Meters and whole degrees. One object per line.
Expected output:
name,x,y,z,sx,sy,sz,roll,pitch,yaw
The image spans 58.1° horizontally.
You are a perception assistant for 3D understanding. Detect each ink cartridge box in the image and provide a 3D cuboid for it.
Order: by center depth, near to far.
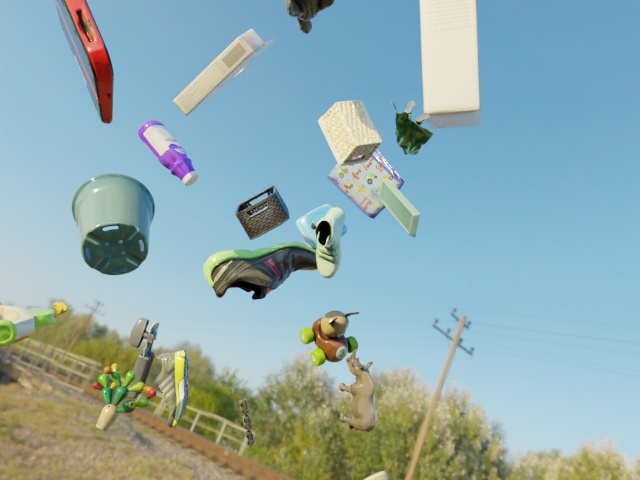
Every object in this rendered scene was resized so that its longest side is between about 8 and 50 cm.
ink cartridge box,-0.290,-0.526,1.768,0.296,0.261,0.066,-35,-74,25

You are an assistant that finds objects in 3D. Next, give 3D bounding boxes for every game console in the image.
game console,-0.691,-0.578,1.685,0.386,0.060,0.342,66,-21,7

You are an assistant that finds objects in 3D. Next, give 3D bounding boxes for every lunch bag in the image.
lunch bag,0.211,-0.253,2.483,0.293,0.221,0.138,51,29,18

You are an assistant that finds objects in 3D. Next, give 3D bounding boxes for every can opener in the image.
can opener,-0.634,0.406,2.010,0.095,0.283,0.076,21,7,1

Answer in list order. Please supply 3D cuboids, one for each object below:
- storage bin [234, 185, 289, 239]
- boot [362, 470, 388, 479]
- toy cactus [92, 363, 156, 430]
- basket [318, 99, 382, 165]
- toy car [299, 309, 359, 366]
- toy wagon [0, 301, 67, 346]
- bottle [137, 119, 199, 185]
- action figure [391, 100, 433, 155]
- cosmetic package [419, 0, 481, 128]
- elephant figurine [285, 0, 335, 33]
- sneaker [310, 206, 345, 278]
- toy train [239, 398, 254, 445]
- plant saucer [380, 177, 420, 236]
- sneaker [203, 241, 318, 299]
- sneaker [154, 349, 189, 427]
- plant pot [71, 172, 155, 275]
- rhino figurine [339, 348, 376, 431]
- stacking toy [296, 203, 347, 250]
storage bin,-0.158,-0.079,1.583,0.084,0.122,0.180,61,2,-12
boot,0.127,0.726,1.505,0.165,0.213,0.077,47,-16,32
toy cactus,-0.601,0.471,1.700,0.219,0.180,0.112,19,-20,21
basket,0.088,-0.318,1.687,0.113,0.167,0.103,-15,-18,-33
toy car,0.049,0.274,1.752,0.155,0.148,0.188,-15,-27,-32
toy wagon,-0.759,0.187,1.306,0.345,0.068,0.267,0,7,-35
bottle,-0.574,-0.332,2.199,0.283,0.092,0.118,50,19,9
action figure,0.243,-0.287,1.546,0.137,0.063,0.232,46,-8,12
cosmetic package,0.388,-0.580,1.712,0.162,0.452,0.230,-2,-1,16
elephant figurine,-0.042,-0.642,1.479,0.170,0.186,0.239,-4,-57,29
sneaker,0.012,0.026,1.926,0.094,0.255,0.151,14,22,18
toy train,-0.247,0.607,1.934,0.027,0.158,0.036,-10,2,-10
plant saucer,0.191,-0.083,1.418,0.018,0.192,0.067,-6,-56,-18
sneaker,-0.213,0.129,2.263,0.483,0.202,0.185,-9,-16,-21
sneaker,-0.575,0.567,2.217,0.121,0.299,0.111,2,-2,-1
plant pot,-0.844,-0.049,2.367,0.341,0.341,0.334,37,14,-36
rhino figurine,0.112,0.433,1.656,0.106,0.243,0.073,-3,0,44
stacking toy,0.000,0.000,2.442,0.165,0.175,0.301,54,-17,19
